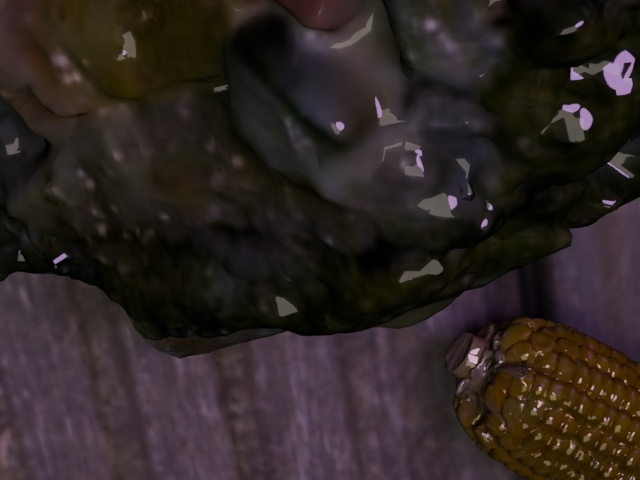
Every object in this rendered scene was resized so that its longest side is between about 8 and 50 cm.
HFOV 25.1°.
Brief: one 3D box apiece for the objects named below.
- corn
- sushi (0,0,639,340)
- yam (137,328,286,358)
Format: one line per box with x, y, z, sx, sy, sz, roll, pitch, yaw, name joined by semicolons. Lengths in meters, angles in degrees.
0.166;0.108;0.711;0.238;0.080;0.080;27;109;-11;corn
-0.020;-0.117;0.490;0.352;0.178;0.294;2;114;34;sushi
0.000;0.000;0.661;0.179;0.078;0.078;-20;112;9;yam
